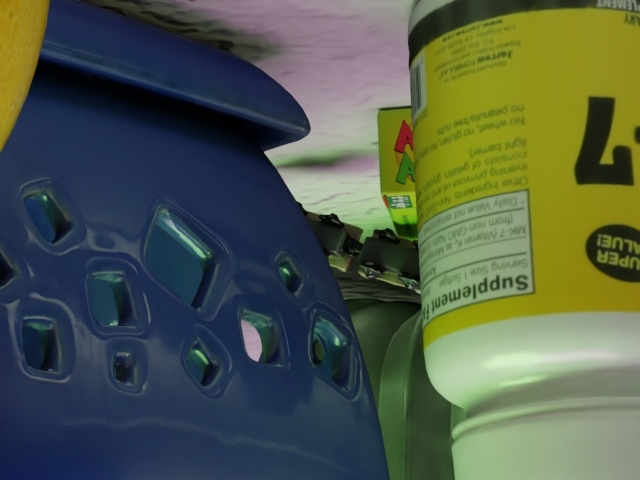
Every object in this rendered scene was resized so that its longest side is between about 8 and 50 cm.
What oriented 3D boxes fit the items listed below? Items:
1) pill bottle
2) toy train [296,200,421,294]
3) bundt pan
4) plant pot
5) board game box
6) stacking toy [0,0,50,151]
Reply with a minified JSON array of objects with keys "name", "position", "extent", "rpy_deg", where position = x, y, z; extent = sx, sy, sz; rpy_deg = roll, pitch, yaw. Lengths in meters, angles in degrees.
[{"name":"pill bottle","position":[0.097,0.003,0.758],"extent":[0.119,0.208,0.119],"rpy_deg":[-2,164,-1]},{"name":"toy train","position":[0.000,0.000,0.957],"extent":[0.158,0.027,0.036],"rpy_deg":[17,168,28]},{"name":"bundt pan","position":[0.110,0.092,1.131],"extent":[0.330,0.124,0.331],"rpy_deg":[-3,178,0]},{"name":"plant pot","position":[-0.135,0.024,0.786],"extent":[0.236,0.212,0.236],"rpy_deg":[-16,161,38]},{"name":"board game box","position":[0.084,-0.019,0.972],"extent":[0.092,0.043,0.181],"rpy_deg":[-4,163,7]},{"name":"stacking toy","position":[-0.187,-0.070,0.477],"extent":[0.480,0.351,0.350],"rpy_deg":[-34,149,26]}]
